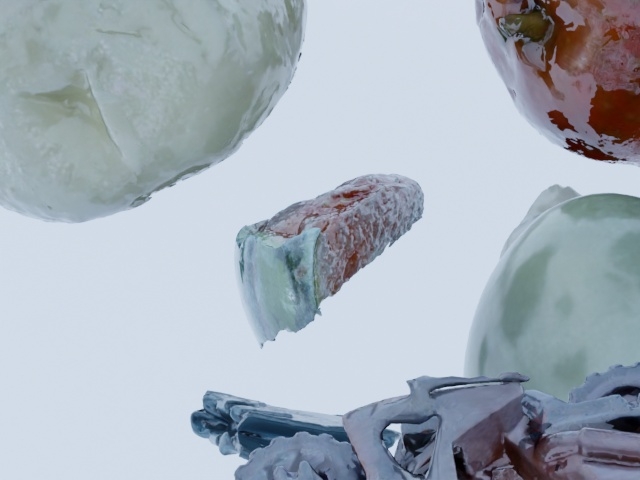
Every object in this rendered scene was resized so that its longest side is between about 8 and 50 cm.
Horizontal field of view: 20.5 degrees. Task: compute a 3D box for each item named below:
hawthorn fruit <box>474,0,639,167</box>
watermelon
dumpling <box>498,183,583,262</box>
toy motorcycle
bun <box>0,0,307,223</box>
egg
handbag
[{"bbox_3d":[0.267,-0.198,1.556,0.299,0.275,0.275,-12,-148,-36],"label":"hawthorn fruit"},{"bbox_3d":[0.000,0.000,1.122,0.071,0.139,0.187,55,171,-2],"label":"watermelon"},{"bbox_3d":[0.234,0.038,1.702,0.127,0.188,0.108,8,168,28],"label":"dumpling"},{"bbox_3d":[0.067,0.117,0.749,0.212,0.084,0.118,-13,-136,3],"label":"toy motorcycle"},{"bbox_3d":[-0.183,-0.182,1.466,0.359,0.211,0.360,-22,-151,13],"label":"bun"},{"bbox_3d":[0.242,0.137,1.432,0.258,0.352,0.258,1,178,0],"label":"egg"},{"bbox_3d":[-0.031,0.191,1.738,0.179,0.062,0.229,15,176,-13],"label":"handbag"}]
